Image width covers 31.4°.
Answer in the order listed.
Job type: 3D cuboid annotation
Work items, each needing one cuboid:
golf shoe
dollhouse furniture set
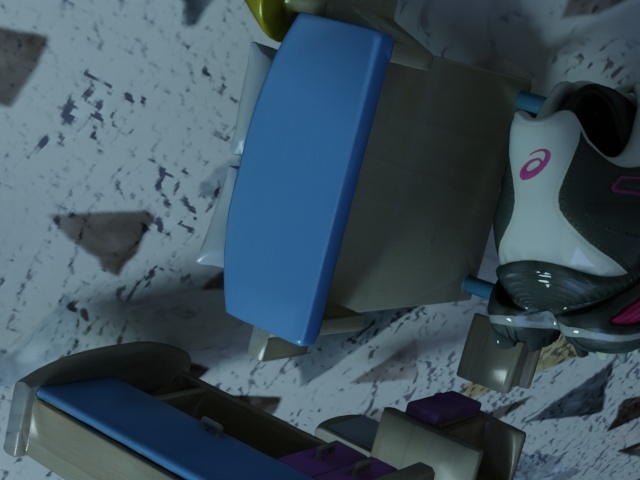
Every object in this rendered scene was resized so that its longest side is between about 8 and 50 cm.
[{"bbox_3d":[0.174,-0.035,0.610,0.105,0.120,0.273,0,-162,32],"label":"golf shoe"},{"bbox_3d":[0.000,0.000,0.646,0.286,0.198,0.303,-4,111,-55],"label":"dollhouse furniture set"}]
